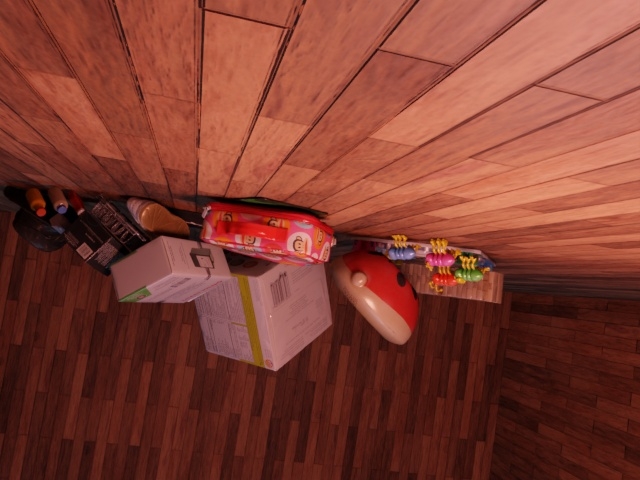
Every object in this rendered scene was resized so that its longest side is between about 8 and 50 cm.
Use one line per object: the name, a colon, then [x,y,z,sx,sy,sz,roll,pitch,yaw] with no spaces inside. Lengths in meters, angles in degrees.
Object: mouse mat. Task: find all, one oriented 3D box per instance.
mouse mat: [-0.095,-0.077,1.457,0.189,0.007,0.152,13,174,-36]

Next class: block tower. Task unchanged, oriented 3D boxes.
block tower: [0.389,0.128,1.947,0.335,0.097,0.091,1,171,45]

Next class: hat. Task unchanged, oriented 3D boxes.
hat: [-0.865,-0.040,2.004,0.331,0.134,0.331,30,-177,-2]

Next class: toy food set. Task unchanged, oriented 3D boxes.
toy food set: [-0.720,-0.067,1.805,0.104,0.111,0.232,48,172,40]

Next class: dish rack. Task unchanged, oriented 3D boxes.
dish rack: [-0.581,-0.040,1.850,0.208,0.074,0.271,44,170,-6]

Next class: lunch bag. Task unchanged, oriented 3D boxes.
lunch bag: [-0.133,-0.015,1.498,0.293,0.120,0.258,8,175,17]

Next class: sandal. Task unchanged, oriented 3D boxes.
sandal: [-0.283,-0.009,2.020,0.445,0.107,0.167,11,174,-17]

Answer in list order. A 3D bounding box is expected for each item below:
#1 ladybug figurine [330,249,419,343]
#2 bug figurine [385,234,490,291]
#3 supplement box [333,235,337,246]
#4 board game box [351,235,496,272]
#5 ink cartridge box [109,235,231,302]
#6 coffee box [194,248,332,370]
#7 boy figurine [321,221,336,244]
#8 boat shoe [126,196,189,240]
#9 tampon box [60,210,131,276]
ladybug figurine: [0.174,0.151,1.845,0.305,0.162,0.449,48,180,20]
bug figurine: [0.319,0.069,1.722,0.279,0.072,0.216,29,160,-32]
supplement box: [0.000,0.000,2.052,0.062,0.036,0.098,11,175,-33]
board game box: [0.336,0.054,2.009,0.390,0.050,0.390,7,175,23]
ink cartridge box: [-0.436,0.094,1.870,0.211,0.122,0.289,-27,163,21]
coffee box: [-0.203,0.190,2.181,0.334,0.338,0.337,6,-155,36]
boy figurine: [-0.049,-0.003,1.788,0.177,0.092,0.285,6,173,-7]
boat shoe: [-0.469,-0.055,1.832,0.096,0.098,0.277,32,166,23]
tampon box: [-0.641,0.012,1.814,0.120,0.101,0.161,43,169,15]
